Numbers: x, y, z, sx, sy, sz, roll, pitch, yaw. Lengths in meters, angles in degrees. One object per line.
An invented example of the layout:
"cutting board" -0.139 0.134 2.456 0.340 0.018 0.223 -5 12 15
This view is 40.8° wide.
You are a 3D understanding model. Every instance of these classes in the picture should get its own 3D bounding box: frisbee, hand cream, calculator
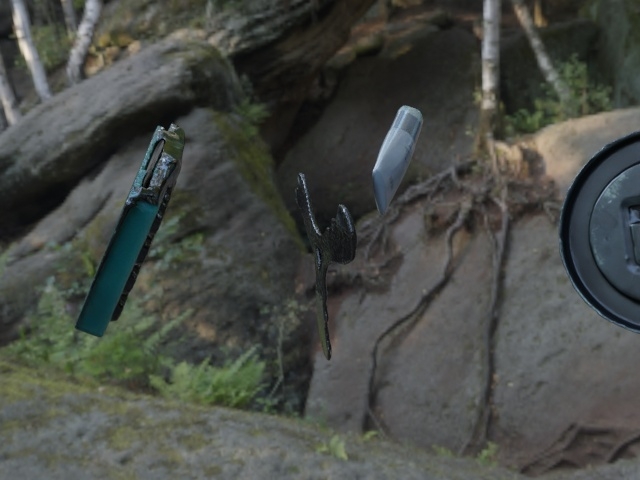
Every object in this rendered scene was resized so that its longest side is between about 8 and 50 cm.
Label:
"frisbee" 0.000 0.000 0.890 0.012 0.211 0.187 -7 54 -14
"hand cream" 0.118 -0.134 1.351 0.048 0.079 0.255 -3 32 22
"calculator" -0.263 -0.018 1.226 0.058 0.248 0.274 22 24 -12

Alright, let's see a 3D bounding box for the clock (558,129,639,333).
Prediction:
"clock" 0.458 -0.011 1.135 0.280 0.281 0.055 9 4 33
